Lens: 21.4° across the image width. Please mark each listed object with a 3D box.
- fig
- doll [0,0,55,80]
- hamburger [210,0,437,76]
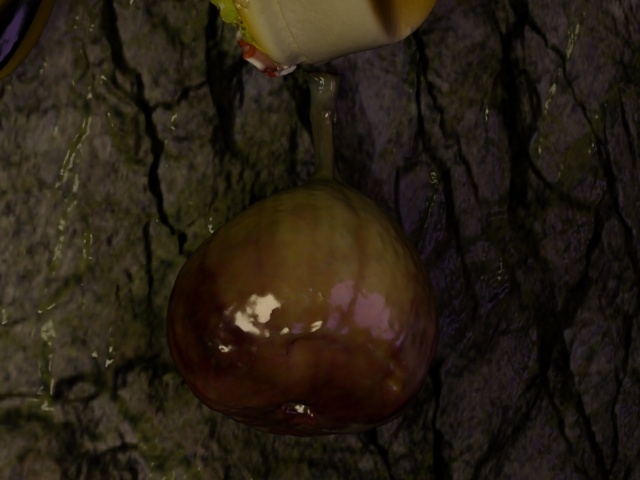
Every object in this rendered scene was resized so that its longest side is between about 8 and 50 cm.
[{"bbox_3d":[0.002,0.005,1.005,0.160,0.143,0.230,18,84,-12],"label":"fig"},{"bbox_3d":[-0.159,-0.170,0.829,0.127,0.088,0.248,36,69,-46],"label":"doll"},{"bbox_3d":[-0.005,-0.204,0.980,0.173,0.116,0.210,-36,120,-47],"label":"hamburger"}]
